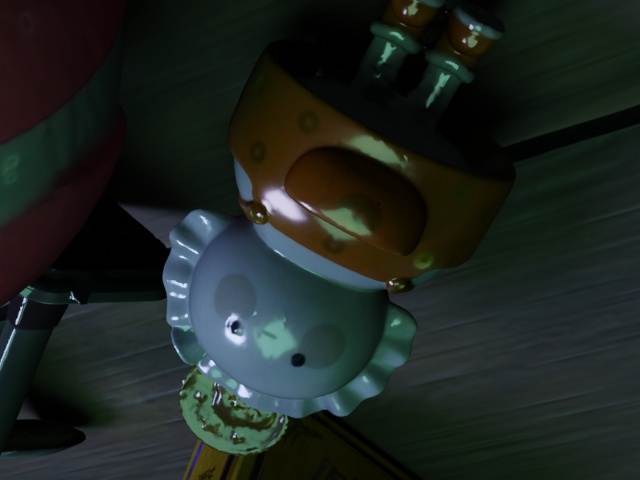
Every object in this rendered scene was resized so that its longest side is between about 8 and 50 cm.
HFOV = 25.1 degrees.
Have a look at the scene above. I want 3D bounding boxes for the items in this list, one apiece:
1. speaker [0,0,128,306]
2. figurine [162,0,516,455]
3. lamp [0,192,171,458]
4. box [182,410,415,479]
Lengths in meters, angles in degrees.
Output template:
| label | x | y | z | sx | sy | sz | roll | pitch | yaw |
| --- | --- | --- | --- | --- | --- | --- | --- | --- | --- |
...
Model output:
| label | x | y | z | sx | sy | sz | roll | pitch | yaw |
| --- | --- | --- | --- | --- | --- | --- | --- | --- | --- |
| speaker | -0.223 | -0.087 | 0.635 | 0.294 | 0.294 | 0.294 | 10 | 134 | 10 |
| figurine | 0.003 | -0.006 | 0.723 | 0.143 | 0.143 | 0.271 | 25 | 126 | -5 |
| lamp | -0.175 | 0.077 | 0.871 | 0.283 | 0.203 | 0.124 | -51 | 59 | 32 |
| box | 0.036 | 0.249 | 0.913 | 0.301 | 0.193 | 0.084 | 38 | 131 | -17 |
